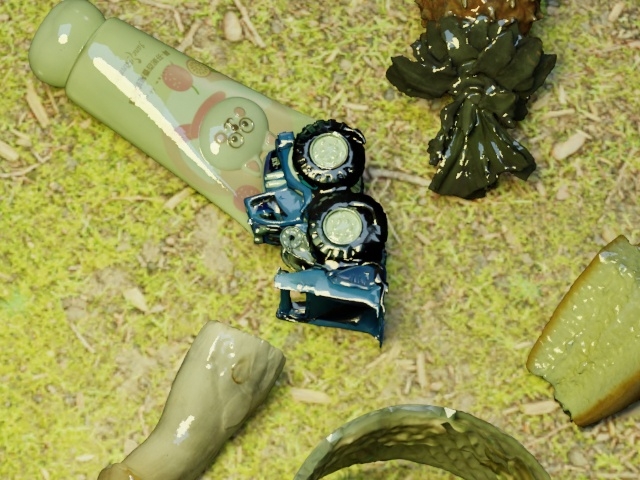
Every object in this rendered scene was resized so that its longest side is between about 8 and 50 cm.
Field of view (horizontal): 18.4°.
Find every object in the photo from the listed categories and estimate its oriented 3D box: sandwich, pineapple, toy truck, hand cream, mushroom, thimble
[{"bbox_3d":[0.313,0.066,1.856,0.236,0.128,0.122,-35,62,-18],"label":"sandwich"},{"bbox_3d":[0.151,-0.194,1.981,0.170,0.141,0.310,4,71,-5],"label":"pineapple"},{"bbox_3d":[0.000,0.000,1.875,0.126,0.113,0.208,-15,70,-5],"label":"toy truck"},{"bbox_3d":[-0.147,-0.130,1.968,0.306,0.093,0.147,32,66,0],"label":"hand cream"},{"bbox_3d":[-0.123,0.174,1.808,0.081,0.092,0.223,34,76,16],"label":"mushroom"},{"bbox_3d":[0.083,0.284,1.709,0.271,0.150,0.270,4,61,-7],"label":"thimble"}]
